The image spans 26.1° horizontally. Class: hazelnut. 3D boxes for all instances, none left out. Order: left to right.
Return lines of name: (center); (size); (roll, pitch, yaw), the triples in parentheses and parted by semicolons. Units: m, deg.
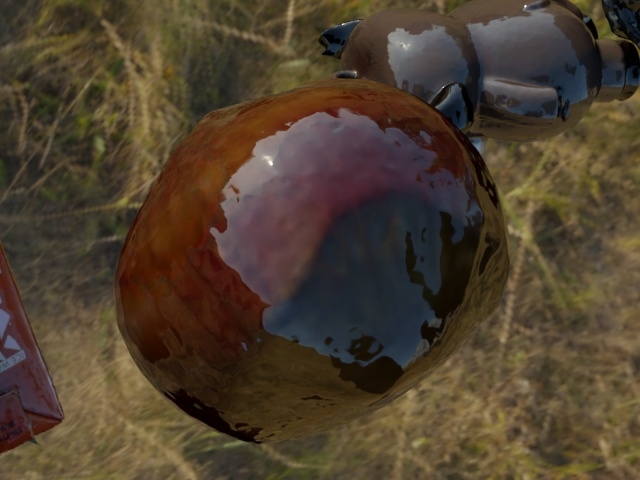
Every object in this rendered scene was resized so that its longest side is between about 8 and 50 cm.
hazelnut: (0.003, 0.008, 0.701); (0.201, 0.160, 0.170); (-23, 103, -39)

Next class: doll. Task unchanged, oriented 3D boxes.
doll: (0.122, -0.133, 1.102); (0.257, 0.182, 0.117); (-16, 124, -23)

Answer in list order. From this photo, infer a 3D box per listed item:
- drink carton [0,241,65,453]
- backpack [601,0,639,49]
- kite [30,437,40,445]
drink carton: (-0.209, -0.001, 0.696); (0.071, 0.096, 0.223); (-27, 112, -26)
backpack: (0.320, -0.210, 1.145); (0.258, 0.133, 0.206); (7, 66, -44)
kite: (-0.343, 0.174, 1.462); (0.004, 0.090, 0.122); (-69, 141, -59)
